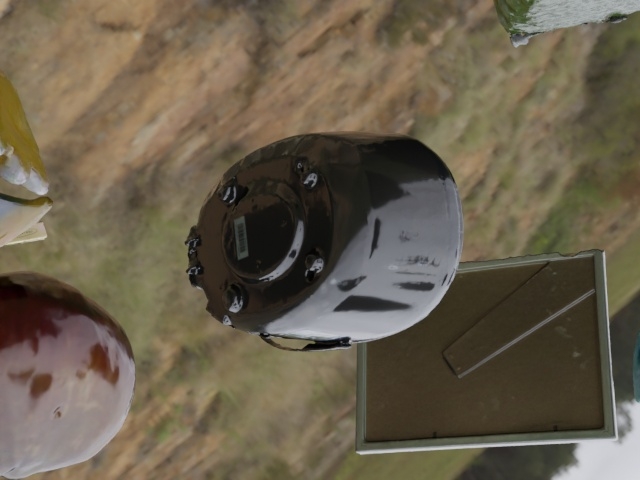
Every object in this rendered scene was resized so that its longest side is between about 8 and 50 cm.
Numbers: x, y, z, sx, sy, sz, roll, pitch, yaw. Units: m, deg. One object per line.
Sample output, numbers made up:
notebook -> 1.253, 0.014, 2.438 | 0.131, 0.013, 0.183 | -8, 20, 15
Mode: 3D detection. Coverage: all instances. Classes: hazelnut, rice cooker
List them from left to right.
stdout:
hazelnut -> -0.313, 0.142, 1.218 | 0.251, 0.217, 0.217 | 8, 140, -33
rice cooker -> 0.000, 0.000, 0.767 | 0.118, 0.142, 0.203 | 4, 164, -39

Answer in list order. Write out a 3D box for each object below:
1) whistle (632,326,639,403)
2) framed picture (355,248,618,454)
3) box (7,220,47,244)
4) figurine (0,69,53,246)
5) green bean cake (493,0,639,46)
whistle -> 0.189, 0.021, 0.424 | 0.093, 0.186, 0.274 | 11, 99, -27
framed picture -> 0.174, 0.123, 1.290 | 0.289, 0.211, 0.020 | -8, 159, 24
box -> -0.338, -0.007, 1.184 | 0.073, 0.020, 0.149 | -11, -171, -34
figurine -> -0.345, -0.011, 0.612 | 0.387, 0.268, 0.401 | -33, 143, 4
green bean cake -> 0.243, -0.263, 0.879 | 0.246, 0.156, 0.250 | -13, 176, 4
